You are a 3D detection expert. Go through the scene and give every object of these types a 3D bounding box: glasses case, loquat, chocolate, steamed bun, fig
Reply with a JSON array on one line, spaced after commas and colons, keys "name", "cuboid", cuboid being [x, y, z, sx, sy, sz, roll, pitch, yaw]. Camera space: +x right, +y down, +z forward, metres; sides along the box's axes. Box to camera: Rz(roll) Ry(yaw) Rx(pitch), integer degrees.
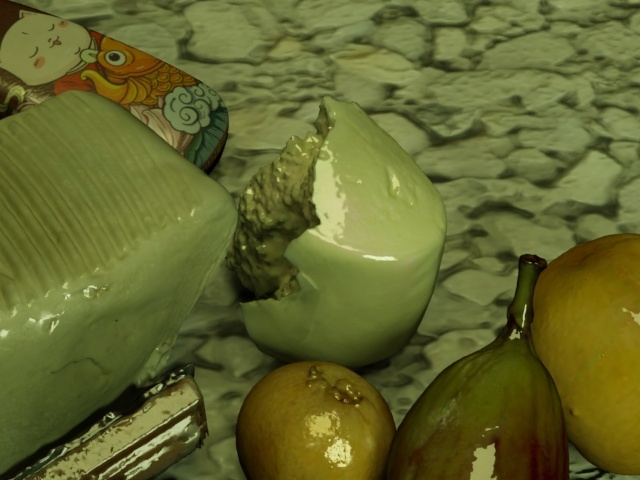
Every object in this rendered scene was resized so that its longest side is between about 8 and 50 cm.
[{"name": "glasses case", "cuboid": [-0.241, -0.141, 1.766, 0.321, 0.082, 0.122, 22, 56, 9]}, {"name": "loquat", "cuboid": [-0.004, 0.163, 1.543, 0.141, 0.141, 0.141, 4, 53, -5]}, {"name": "chocolate", "cuboid": [-0.215, 0.219, 1.480, 0.329, 0.102, 0.065, -35, 61, -21]}, {"name": "loquat", "cuboid": [0.263, 0.096, 1.594, 0.208, 0.208, 0.208, 4, 53, -5]}, {"name": "steamed bun", "cuboid": [0.000, 0.000, 1.606, 0.170, 0.225, 0.200, -33, 66, -27]}, {"name": "steamed bun", "cuboid": [-0.263, 0.062, 1.525, 0.247, 0.236, 0.383, 35, 50, 28]}, {"name": "fig", "cuboid": [0.137, 0.145, 1.502, 0.145, 0.170, 0.274, 11, 84, 22]}]
